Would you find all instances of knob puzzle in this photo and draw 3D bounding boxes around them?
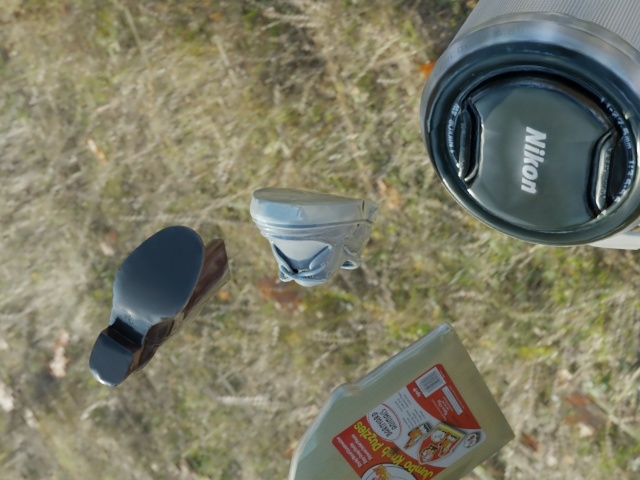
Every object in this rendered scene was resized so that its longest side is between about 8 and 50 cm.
[{"bbox_3d":[0.050,0.165,0.945,0.030,0.213,0.213,53,143,46],"label":"knob puzzle"}]

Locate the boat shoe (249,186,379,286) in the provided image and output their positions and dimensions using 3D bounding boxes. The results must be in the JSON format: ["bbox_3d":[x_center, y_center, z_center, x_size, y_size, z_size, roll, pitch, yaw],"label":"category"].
[{"bbox_3d":[-0.001,0.000,0.986,0.079,0.227,0.081,9,93,17],"label":"boat shoe"}]

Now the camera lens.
[{"bbox_3d":[0.227,-0.145,1.036,0.219,0.274,0.219,16,134,18],"label":"camera lens"}]

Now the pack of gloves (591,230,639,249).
[{"bbox_3d":[0.462,-0.038,1.878,0.195,0.232,0.046,138,133,-64],"label":"pack of gloves"}]

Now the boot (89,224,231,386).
[{"bbox_3d":[-0.070,0.017,0.618,0.037,0.114,0.106,41,119,6],"label":"boot"}]
